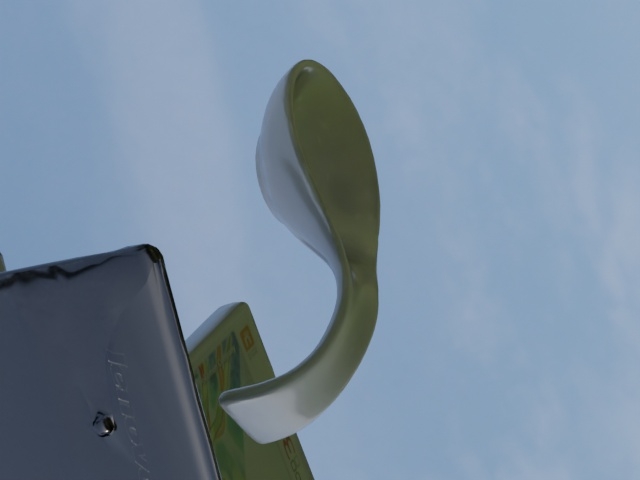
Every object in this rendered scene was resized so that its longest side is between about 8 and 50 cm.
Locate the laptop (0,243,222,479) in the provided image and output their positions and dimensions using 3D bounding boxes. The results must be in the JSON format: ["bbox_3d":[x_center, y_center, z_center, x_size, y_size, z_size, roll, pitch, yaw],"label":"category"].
[{"bbox_3d":[-0.105,0.187,1.039,0.408,0.236,0.382,-38,-66,-79],"label":"laptop"}]

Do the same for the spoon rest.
[{"bbox_3d":[0.000,0.000,1.207,0.137,0.084,0.276,50,-142,-44],"label":"spoon rest"}]

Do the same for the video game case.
[{"bbox_3d":[-0.081,0.246,1.472,0.329,0.036,0.300,-46,-61,-60],"label":"video game case"}]
